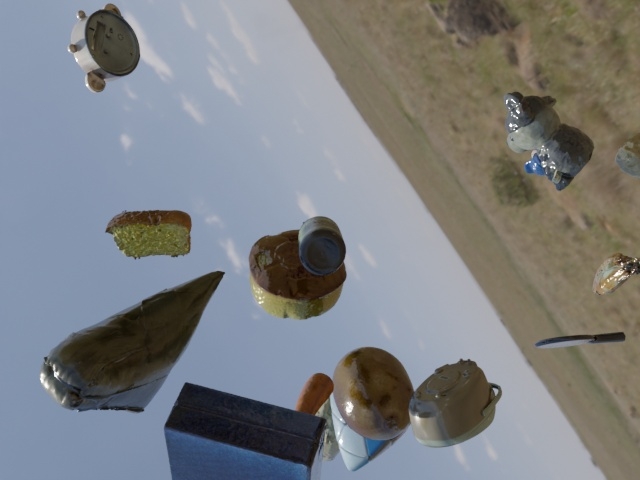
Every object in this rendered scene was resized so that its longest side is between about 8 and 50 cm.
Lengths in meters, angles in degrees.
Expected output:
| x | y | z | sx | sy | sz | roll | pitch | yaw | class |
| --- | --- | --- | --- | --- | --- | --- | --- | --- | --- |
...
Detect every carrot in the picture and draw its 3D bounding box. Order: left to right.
| x | y | z | sx | sy | sz | roll | pitch | yaw | class |
| --- | --- | --- | --- | --- | --- | --- | --- | --- | --- |
| -0.037 | 0.359 | 1.629 | 0.061 | 0.061 | 0.257 | 54 | -142 | -11 | carrot |

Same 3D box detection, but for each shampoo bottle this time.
| x | y | z | sx | sy | sz | roll | pitch | yaw | class |
| --- | --- | --- | --- | --- | --- | --- | --- | --- | --- |
| 0.000 | 0.000 | 1.774 | 0.101 | 0.101 | 0.284 | 54 | -175 | -10 | shampoo bottle |

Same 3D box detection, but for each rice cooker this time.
| x | y | z | sx | sy | sz | roll | pitch | yaw | class |
| --- | --- | --- | --- | --- | --- | --- | --- | --- | --- |
| 0.263 | 0.324 | 1.550 | 0.145 | 0.206 | 0.127 | -5 | 114 | 49 | rice cooker |

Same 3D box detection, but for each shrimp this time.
| x | y | z | sx | sy | sz | roll | pitch | yaw | class |
| --- | --- | --- | --- | --- | --- | --- | --- | --- | --- |
| 0.601 | 0.061 | 1.586 | 0.043 | 0.092 | 0.184 | 22 | 165 | -3 | shrimp |

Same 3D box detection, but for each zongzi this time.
| x | y | z | sx | sy | sz | roll | pitch | yaw | class |
| --- | --- | --- | --- | --- | --- | --- | --- | --- | --- |
| -0.391 | 0.196 | 1.668 | 0.174 | 0.393 | 0.356 | 40 | -178 | 16 | zongzi |

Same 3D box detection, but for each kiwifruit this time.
| x | y | z | sx | sy | sz | roll | pitch | yaw | class |
| --- | --- | --- | --- | --- | --- | --- | --- | --- | --- |
| 0.126 | 0.363 | 1.843 | 0.196 | 0.196 | 0.234 | 50 | -175 | -34 | kiwifruit |

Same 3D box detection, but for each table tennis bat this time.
| x | y | z | sx | sy | sz | roll | pitch | yaw | class |
| --- | --- | --- | --- | --- | --- | --- | --- | --- | --- |
| 0.682 | 0.264 | 2.054 | 0.150 | 0.236 | 0.027 | 101 | 164 | -75 | table tennis bat |

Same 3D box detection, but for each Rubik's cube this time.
| x | y | z | sx | sy | sz | roll | pitch | yaw | class |
| --- | --- | --- | --- | --- | --- | --- | --- | --- | --- |
| 0.137 | 0.449 | 2.113 | 0.254 | 0.254 | 0.254 | 54 | -171 | -13 | Rubik's cube |

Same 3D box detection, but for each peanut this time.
| x | y | z | sx | sy | sz | roll | pitch | yaw | class |
| --- | --- | --- | --- | --- | --- | --- | --- | --- | --- |
| 0.866 | -0.219 | 1.934 | 0.149 | 0.313 | 0.149 | 29 | 124 | 55 | peanut |

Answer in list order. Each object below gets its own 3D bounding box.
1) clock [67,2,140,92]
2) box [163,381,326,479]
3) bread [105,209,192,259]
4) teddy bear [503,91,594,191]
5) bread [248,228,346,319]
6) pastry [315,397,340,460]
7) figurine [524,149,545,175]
| x | y | z | sx | sy | sz | roll | pitch | yaw | class |
| --- | --- | --- | --- | --- | --- | --- | --- | --- | --- |
| -0.480 | -0.438 | 1.752 | 0.155 | 0.063 | 0.229 | 33 | -124 | -46 | clock |
| -0.132 | 0.402 | 1.410 | 0.279 | 0.261 | 0.116 | 94 | -166 | -45 | box |
| -0.372 | -0.016 | 1.726 | 0.065 | 0.187 | 0.103 | -94 | -3 | -49 | bread |
| 0.527 | -0.252 | 1.845 | 0.251 | 0.144 | 0.171 | 48 | -132 | 6 | teddy bear |
| -0.059 | 0.084 | 2.054 | 0.270 | 0.269 | 0.148 | -116 | 21 | -43 | bread |
| 0.042 | 0.538 | 2.314 | 0.133 | 0.265 | 0.265 | 32 | -173 | 7 | pastry |
| 0.595 | -0.232 | 2.076 | 0.079 | 0.136 | 0.077 | 14 | 154 | 24 | figurine |
